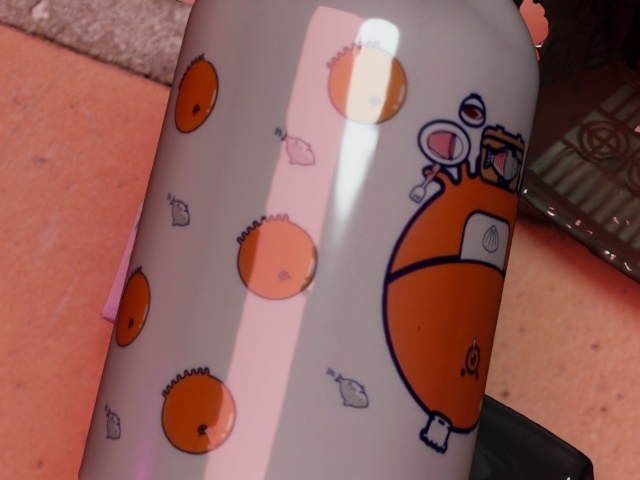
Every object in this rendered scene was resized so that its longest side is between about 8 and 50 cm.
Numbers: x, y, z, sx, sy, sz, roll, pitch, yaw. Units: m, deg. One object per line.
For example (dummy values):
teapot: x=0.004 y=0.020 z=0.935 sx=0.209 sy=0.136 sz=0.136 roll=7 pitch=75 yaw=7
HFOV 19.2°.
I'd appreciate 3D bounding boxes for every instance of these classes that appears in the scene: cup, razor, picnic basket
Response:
cup: x=0.000 y=0.000 z=1.058 sx=0.212 sy=0.212 sz=0.317 roll=9 pitch=85 yaw=22
razor: x=0.091 y=0.138 z=1.145 sx=0.148 sy=0.054 sz=0.090 roll=26 pitch=84 yaw=26
picnic basket: x=0.246 y=-0.072 z=1.096 sx=0.297 sy=0.222 sz=0.129 roll=36 pitch=45 yaw=27

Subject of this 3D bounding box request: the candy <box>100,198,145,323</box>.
candy: x=-0.051 y=0.030 z=1.223 sx=0.160 sy=0.073 sz=0.092 roll=14 pitch=83 yaw=22
